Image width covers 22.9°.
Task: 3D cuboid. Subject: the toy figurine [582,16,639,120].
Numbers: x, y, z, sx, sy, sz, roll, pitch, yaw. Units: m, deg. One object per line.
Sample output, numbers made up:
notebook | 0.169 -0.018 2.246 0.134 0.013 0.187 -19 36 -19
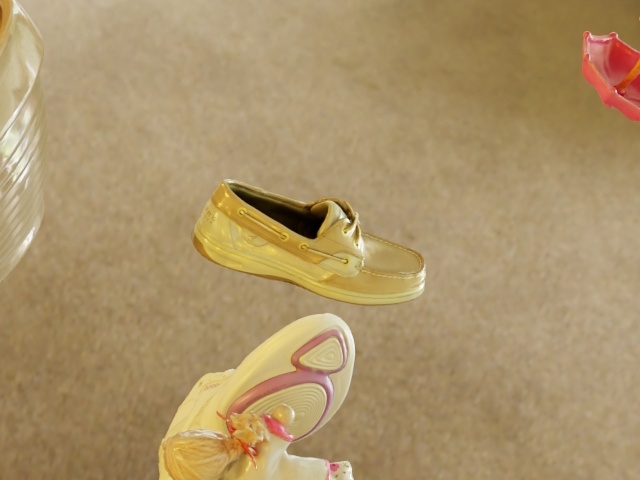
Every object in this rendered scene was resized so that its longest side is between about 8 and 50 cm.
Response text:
toy figurine | 0.235 -0.157 1.052 0.130 0.159 0.173 2 9 -30

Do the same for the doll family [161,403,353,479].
doll family | -0.077 0.214 0.883 0.163 0.263 0.118 23 29 -26

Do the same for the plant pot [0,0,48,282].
plant pot | -0.231 -0.025 0.872 0.110 0.237 0.237 52 23 -30

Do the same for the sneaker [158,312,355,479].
sneaker | -0.082 0.162 1.597 0.114 0.305 0.152 23 32 -30

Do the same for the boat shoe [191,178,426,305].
boat shoe | 0.000 0.000 0.859 0.135 0.045 0.050 12 29 -20
